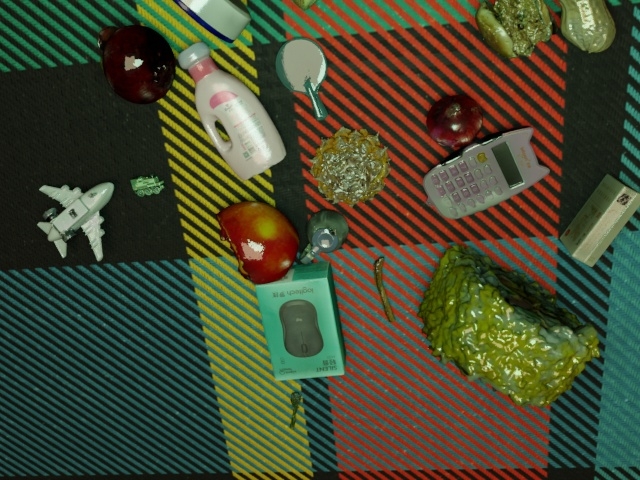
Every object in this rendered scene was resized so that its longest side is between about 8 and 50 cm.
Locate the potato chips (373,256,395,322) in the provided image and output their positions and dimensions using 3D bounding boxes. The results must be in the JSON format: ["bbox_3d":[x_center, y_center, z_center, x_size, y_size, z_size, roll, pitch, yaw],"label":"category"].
[{"bbox_3d":[0.173,0.139,1.562,0.037,0.026,0.203,-14,109,-3],"label":"potato chips"}]

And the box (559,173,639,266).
[{"bbox_3d":[0.672,-0.051,1.376,0.058,0.141,0.201,29,110,-1],"label":"box"}]

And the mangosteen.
[{"bbox_3d":[-0.436,-0.415,1.335,0.200,0.200,0.199,2,112,5],"label":"mangosteen"}]

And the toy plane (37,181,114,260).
[{"bbox_3d":[-0.644,-0.068,1.518,0.255,0.101,0.251,-38,92,18],"label":"toy plane"}]

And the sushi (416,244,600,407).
[{"bbox_3d":[0.442,0.205,1.370,0.352,0.396,0.239,22,108,-12],"label":"sushi"}]

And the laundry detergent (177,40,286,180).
[{"bbox_3d":[-0.224,-0.315,1.388,0.159,0.088,0.335,-28,105,16],"label":"laundry detergent"}]

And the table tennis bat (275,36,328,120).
[{"bbox_3d":[-0.032,-0.384,1.372,0.125,0.033,0.201,-19,106,15],"label":"table tennis bat"}]

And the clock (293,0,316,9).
[{"bbox_3d":[-0.001,-0.563,1.189,0.170,0.232,0.069,-40,103,17],"label":"clock"}]

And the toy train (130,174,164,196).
[{"bbox_3d":[-0.454,-0.146,1.505,0.084,0.033,0.053,-11,107,9],"label":"toy train"}]

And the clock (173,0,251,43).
[{"bbox_3d":[-0.255,-0.532,1.227,0.230,0.230,0.083,40,107,-10],"label":"clock"}]

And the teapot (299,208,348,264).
[{"bbox_3d":[-0.002,-0.010,1.474,0.149,0.108,0.111,-18,107,12],"label":"teapot"}]

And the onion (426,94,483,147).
[{"bbox_3d":[0.314,-0.278,1.330,0.131,0.131,0.131,2,112,5],"label":"onion"}]

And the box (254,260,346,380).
[{"bbox_3d":[-0.049,0.224,1.567,0.205,0.118,0.311,-6,111,9],"label":"box"}]

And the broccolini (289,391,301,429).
[{"bbox_3d":[-0.084,0.518,1.739,0.035,0.030,0.139,15,117,8],"label":"broccolini"}]

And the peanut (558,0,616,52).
[{"bbox_3d":[0.563,-0.505,1.236,0.099,0.090,0.214,-14,111,42],"label":"peanut"}]

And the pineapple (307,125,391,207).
[{"bbox_3d":[0.073,-0.176,1.421,0.225,0.076,0.224,1,111,3],"label":"pineapple"}]

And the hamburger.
[{"bbox_3d":[0.415,-0.462,1.239,0.131,0.159,0.185,-41,129,15],"label":"hamburger"}]

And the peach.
[{"bbox_3d":[-0.173,0.004,1.454,0.226,0.189,0.196,22,121,-11],"label":"peach"}]

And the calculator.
[{"bbox_3d":[0.390,-0.159,1.390,0.294,0.043,0.194,-26,128,17],"label":"calculator"}]
